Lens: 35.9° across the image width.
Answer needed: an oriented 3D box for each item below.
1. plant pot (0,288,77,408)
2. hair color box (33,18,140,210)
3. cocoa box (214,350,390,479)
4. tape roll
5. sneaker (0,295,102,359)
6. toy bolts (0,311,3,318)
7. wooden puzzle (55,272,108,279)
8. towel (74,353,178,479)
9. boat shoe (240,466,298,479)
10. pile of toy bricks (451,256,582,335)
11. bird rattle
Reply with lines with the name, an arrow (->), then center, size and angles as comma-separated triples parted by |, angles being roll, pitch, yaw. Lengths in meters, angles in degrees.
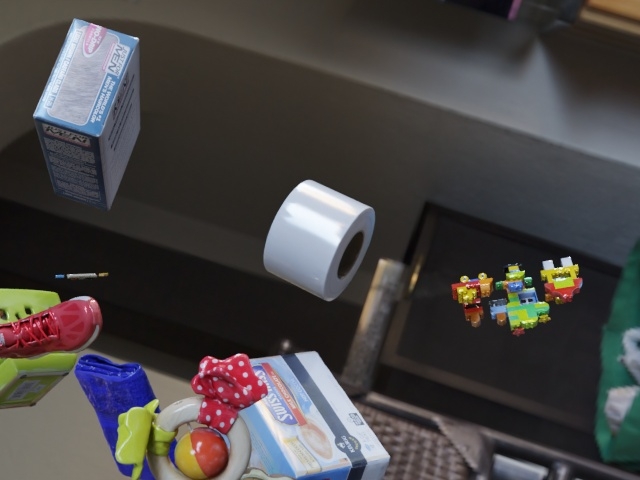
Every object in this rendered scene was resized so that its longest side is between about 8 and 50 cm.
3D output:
plant pot -> -0.713, 0.259, 2.265 | 0.228, 0.207, 0.227 | -40, -23, 24
hair color box -> -0.366, -0.190, 1.589 | 0.347, 0.105, 0.173 | 121, 166, -71
cocoa box -> -0.059, 0.436, 2.090 | 0.347, 0.228, 0.231 | 52, 134, 43
tape roll -> 0.000, 0.000, 2.330 | 0.246, 0.169, 0.246 | -52, -22, -31
sneaker -> -0.451, 0.151, 1.549 | 0.128, 0.221, 0.087 | -7, -106, -55
toy bolts -> -0.921, 0.193, 2.505 | 0.228, 0.218, 0.158 | -41, -15, -21
wooden puzzle -> -0.565, 0.086, 2.344 | 0.078, 0.116, 0.014 | 178, 91, -81
towel -> -0.412, 0.397, 2.138 | 0.076, 0.228, 0.308 | -37, -64, -36
boat shoe -> -0.095, 0.461, 1.779 | 0.190, 0.068, 0.072 | 28, -141, -49
pile of toy bricks -> 0.337, 0.112, 1.676 | 0.118, 0.212, 0.105 | 74, -172, -48
bird rattle -> -0.192, 0.299, 1.542 | 0.206, 0.254, 0.143 | 68, 170, -15
